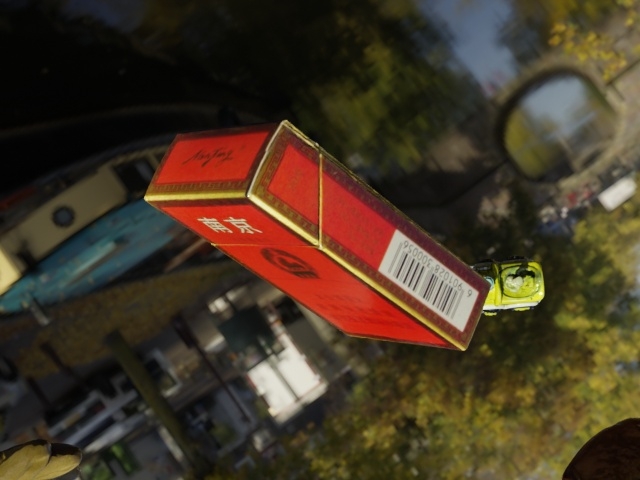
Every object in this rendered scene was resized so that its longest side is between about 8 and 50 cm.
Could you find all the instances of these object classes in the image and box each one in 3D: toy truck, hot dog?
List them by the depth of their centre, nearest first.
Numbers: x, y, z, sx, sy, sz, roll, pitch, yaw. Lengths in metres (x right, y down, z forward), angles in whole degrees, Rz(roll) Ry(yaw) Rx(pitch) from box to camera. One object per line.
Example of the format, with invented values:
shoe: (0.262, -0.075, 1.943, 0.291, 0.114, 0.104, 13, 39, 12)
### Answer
toy truck: (0.238, 0.058, 1.482, 0.111, 0.076, 0.077, -6, 175, -1)
hot dog: (0.480, 0.444, 1.685, 0.223, 0.185, 0.405, -16, -156, -2)

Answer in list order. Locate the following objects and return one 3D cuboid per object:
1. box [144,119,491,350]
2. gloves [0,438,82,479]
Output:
box: (0.000, 0.001, 0.885, 0.153, 0.239, 0.074, 8, -114, 55)
gloves: (-0.344, 0.284, 1.014, 0.331, 0.141, 0.154, -52, -167, 19)
